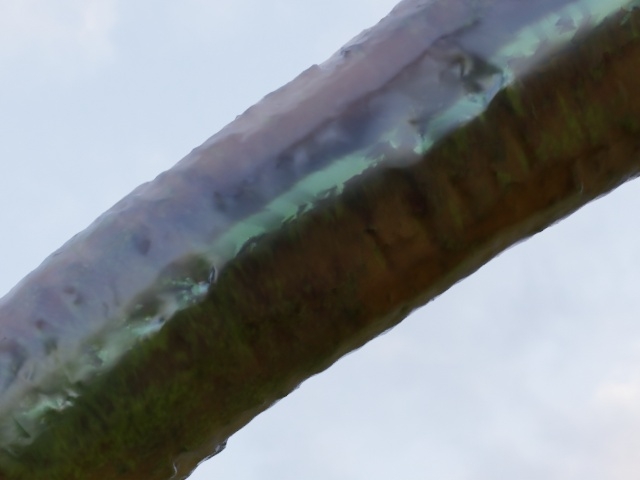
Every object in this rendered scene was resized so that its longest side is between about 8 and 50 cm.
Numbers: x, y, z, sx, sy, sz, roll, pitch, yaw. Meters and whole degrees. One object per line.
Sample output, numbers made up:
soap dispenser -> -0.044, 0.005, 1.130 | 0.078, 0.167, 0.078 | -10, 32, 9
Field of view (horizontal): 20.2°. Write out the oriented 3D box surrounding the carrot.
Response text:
carrot -> 0.000, 0.000, 0.420 | 0.260, 0.070, 0.070 | -36, -32, -12
